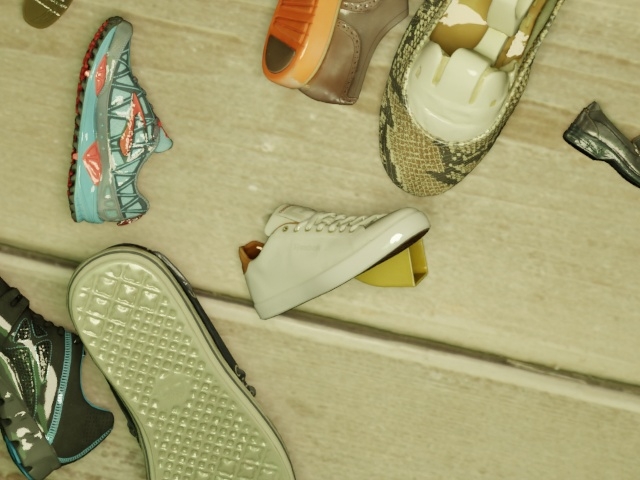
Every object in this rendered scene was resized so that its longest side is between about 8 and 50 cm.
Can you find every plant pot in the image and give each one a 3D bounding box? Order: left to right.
[{"bbox_3d":[0.082,0.016,1.604,0.083,0.081,0.082,-7,99,18],"label":"plant pot"}]

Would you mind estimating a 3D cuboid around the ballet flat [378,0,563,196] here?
[{"bbox_3d":[0.204,-0.267,1.499,0.164,0.182,0.483,28,100,-2],"label":"ballet flat"}]

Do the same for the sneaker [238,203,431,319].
[{"bbox_3d":[0.000,0.000,1.543,0.290,0.106,0.123,-26,89,39],"label":"sneaker"}]

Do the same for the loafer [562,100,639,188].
[{"bbox_3d":[0.386,-0.106,1.574,0.170,0.062,0.061,33,94,-3],"label":"loafer"}]

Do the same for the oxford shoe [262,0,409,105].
[{"bbox_3d":[0.053,-0.341,1.549,0.132,0.130,0.364,22,93,-33],"label":"oxford shoe"}]

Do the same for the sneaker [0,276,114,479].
[{"bbox_3d":[-0.388,0.133,1.649,0.139,0.125,0.341,-25,94,-21],"label":"sneaker"}]

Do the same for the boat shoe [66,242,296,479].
[{"bbox_3d":[-0.164,0.216,1.616,0.186,0.156,0.500,-25,108,2],"label":"boat shoe"}]

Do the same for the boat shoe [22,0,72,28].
[{"bbox_3d":[-0.326,-0.337,1.597,0.056,0.048,0.153,23,106,-12],"label":"boat shoe"}]

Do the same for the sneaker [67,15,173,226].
[{"bbox_3d":[-0.247,-0.148,1.603,0.125,0.104,0.262,6,104,-15],"label":"sneaker"}]
